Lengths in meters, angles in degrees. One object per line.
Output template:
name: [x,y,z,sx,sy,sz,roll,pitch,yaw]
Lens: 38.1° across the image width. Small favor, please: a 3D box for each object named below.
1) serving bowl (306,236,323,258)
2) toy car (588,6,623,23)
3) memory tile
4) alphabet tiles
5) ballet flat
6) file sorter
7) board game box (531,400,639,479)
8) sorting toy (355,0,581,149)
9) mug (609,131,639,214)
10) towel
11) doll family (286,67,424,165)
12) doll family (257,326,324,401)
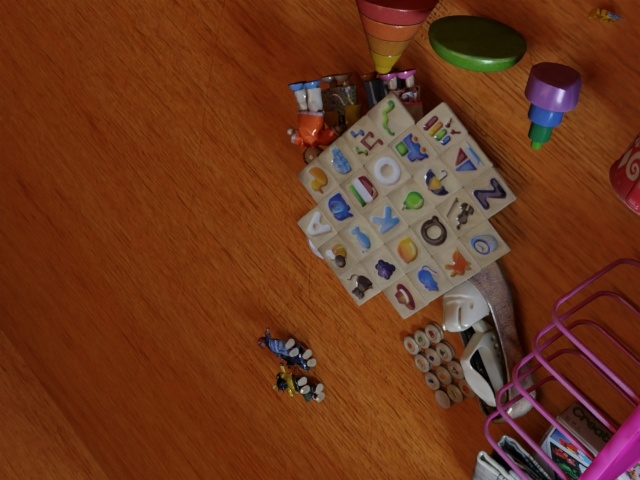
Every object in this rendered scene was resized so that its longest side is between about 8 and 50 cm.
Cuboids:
serving bowl: [0.000,0.000,1.718,0.083,0.027,0.083,32,137,36]
toy car: [0.356,-0.297,1.059,0.040,0.060,0.122,16,163,-8]
memory tile: [0.206,0.219,1.616,0.148,0.012,0.113,58,146,5]
alphabet tiles: [0.117,-0.045,1.394,0.342,0.011,0.285,-38,89,39]
ballet flat: [0.247,0.140,1.425,0.107,0.106,0.316,-12,103,54]
file sorter: [0.366,0.195,1.229,0.182,0.202,0.291,47,143,26]
board game box: [0.451,0.409,1.392,0.305,0.053,0.193,44,143,25]
sorting toy: [0.178,-0.229,1.234,0.365,0.127,0.126,38,136,32]
mug: [0.411,-0.101,1.022,0.113,0.150,0.169,21,134,-2]
towel: [0.360,0.462,1.458,0.312,0.056,0.324,45,162,21]
doll family: [0.079,-0.180,1.443,0.263,0.118,0.163,0,108,33]
doll family: [-0.066,0.264,1.955,0.111,0.076,0.193,7,114,55]
